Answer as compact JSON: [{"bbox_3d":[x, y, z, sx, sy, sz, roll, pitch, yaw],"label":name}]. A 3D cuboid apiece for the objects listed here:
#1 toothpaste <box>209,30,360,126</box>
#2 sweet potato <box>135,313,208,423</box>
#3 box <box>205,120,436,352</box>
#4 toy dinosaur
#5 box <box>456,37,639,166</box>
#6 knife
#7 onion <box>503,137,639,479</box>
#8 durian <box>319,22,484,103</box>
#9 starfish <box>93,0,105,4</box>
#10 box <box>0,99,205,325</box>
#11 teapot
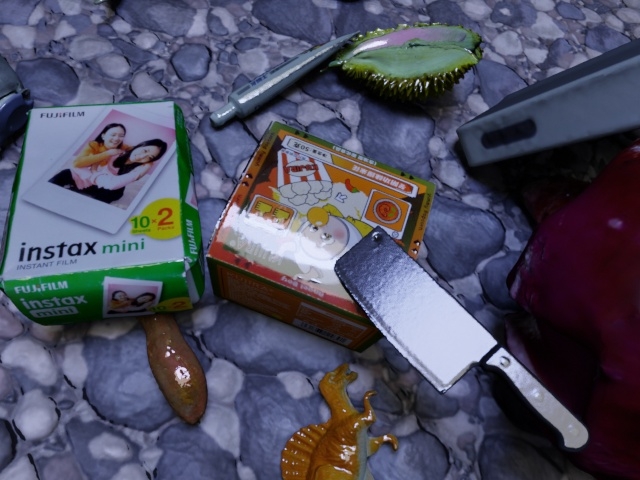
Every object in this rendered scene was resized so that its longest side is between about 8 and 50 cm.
[{"bbox_3d":[-0.051,-0.236,0.664,0.255,0.067,0.037,-37,115,-15],"label":"toothpaste"},{"bbox_3d":[-0.182,0.099,0.506,0.050,0.050,0.214,-31,71,-20],"label":"sweet potato"},{"bbox_3d":[0.000,0.000,0.521,0.195,0.148,0.177,22,66,1],"label":"box"},{"bbox_3d":[0.007,0.241,0.471,0.142,0.057,0.212,38,65,20],"label":"toy dinosaur"},{"bbox_3d":[0.408,-0.203,0.562,0.373,0.367,0.090,-24,98,-18],"label":"box"},{"bbox_3d":[0.109,0.089,0.394,0.072,0.019,0.245,-41,67,-10],"label":"knife"},{"bbox_3d":[0.368,0.043,0.500,0.398,0.398,0.420,7,22,-7],"label":"onion"},{"bbox_3d":[0.124,-0.257,0.682,0.221,0.095,0.137,10,42,19],"label":"durian"},{"bbox_3d":[-0.325,-0.421,0.703,0.217,0.050,0.223,-5,56,-5],"label":"starfish"},{"bbox_3d":[-0.225,-0.037,0.504,0.180,0.103,0.250,-8,56,-12],"label":"box"},{"bbox_3d":[-0.417,-0.161,0.546,0.108,0.111,0.149,35,60,-9],"label":"teapot"}]
